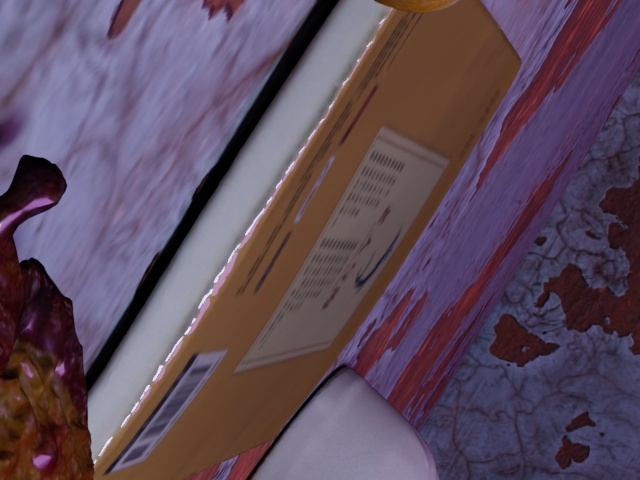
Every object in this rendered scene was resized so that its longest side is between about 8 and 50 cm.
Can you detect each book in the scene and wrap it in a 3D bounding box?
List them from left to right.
[{"bbox_3d":[0.000,0.000,0.757,0.269,0.032,0.389,-57,170,4],"label":"book"}]

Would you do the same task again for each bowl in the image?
[{"bbox_3d":[0.001,0.245,1.236,0.277,0.145,0.277,-55,173,-11],"label":"bowl"}]

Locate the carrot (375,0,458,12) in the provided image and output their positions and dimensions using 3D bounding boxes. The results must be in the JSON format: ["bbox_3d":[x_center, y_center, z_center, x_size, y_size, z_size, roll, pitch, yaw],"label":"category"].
[{"bbox_3d":[0.026,-0.118,0.406,0.067,0.067,0.225,-56,173,-7],"label":"carrot"}]

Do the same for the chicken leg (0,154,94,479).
[{"bbox_3d":[-0.104,0.065,0.336,0.322,0.083,0.177,-8,122,-80],"label":"chicken leg"}]
